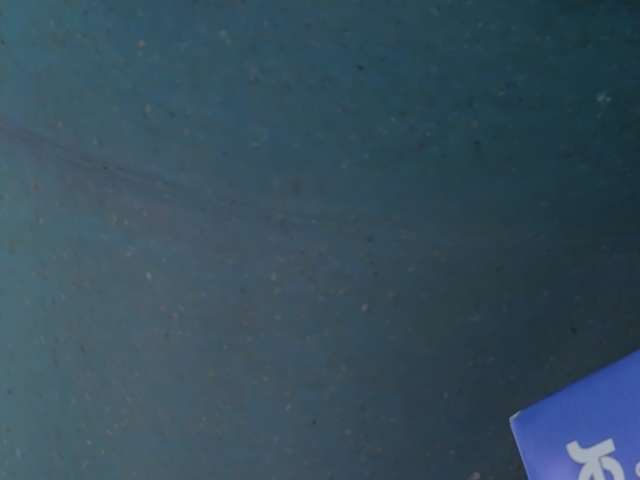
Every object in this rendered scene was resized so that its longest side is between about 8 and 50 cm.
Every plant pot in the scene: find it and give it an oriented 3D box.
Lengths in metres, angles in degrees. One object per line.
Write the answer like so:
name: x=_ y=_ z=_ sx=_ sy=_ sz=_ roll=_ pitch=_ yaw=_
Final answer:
plant pot: x=0.000 y=0.000 z=0.543 sx=0.341 sy=0.341 sz=0.334 roll=-123 pitch=36 yaw=-56

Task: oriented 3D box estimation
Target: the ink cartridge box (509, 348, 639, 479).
ink cartridge box: x=0.156 y=0.075 z=0.291 sx=0.311 sy=0.065 sz=0.186 roll=-33 pitch=57 yaw=31
